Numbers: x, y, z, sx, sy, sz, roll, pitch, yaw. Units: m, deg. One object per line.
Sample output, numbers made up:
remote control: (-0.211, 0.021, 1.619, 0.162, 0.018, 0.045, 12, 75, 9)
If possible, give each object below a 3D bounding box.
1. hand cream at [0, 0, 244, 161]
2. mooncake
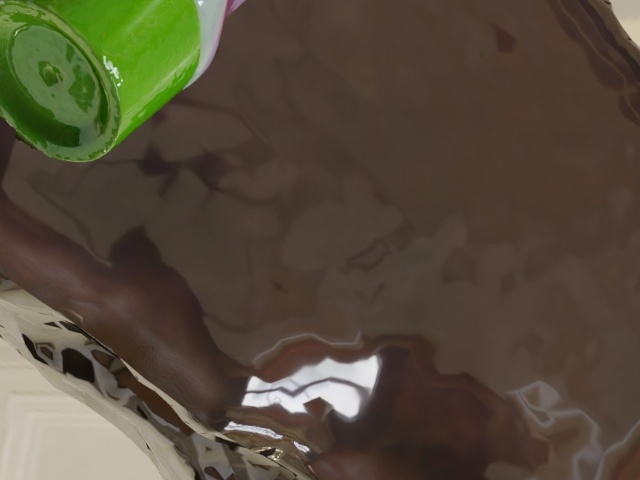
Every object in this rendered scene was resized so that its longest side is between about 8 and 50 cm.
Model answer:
hand cream: (0.003, -0.118, 0.540, 0.050, 0.275, 0.079, 51, -40, -10)
mooncake: (0.000, 0.000, 0.842, 0.350, 0.212, 0.381, -35, -86, -24)
